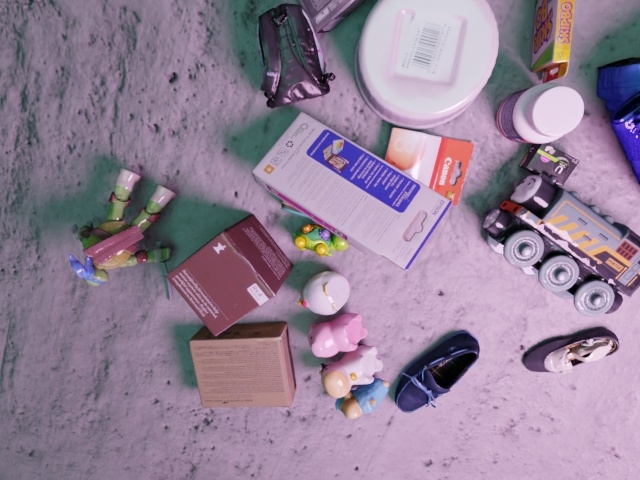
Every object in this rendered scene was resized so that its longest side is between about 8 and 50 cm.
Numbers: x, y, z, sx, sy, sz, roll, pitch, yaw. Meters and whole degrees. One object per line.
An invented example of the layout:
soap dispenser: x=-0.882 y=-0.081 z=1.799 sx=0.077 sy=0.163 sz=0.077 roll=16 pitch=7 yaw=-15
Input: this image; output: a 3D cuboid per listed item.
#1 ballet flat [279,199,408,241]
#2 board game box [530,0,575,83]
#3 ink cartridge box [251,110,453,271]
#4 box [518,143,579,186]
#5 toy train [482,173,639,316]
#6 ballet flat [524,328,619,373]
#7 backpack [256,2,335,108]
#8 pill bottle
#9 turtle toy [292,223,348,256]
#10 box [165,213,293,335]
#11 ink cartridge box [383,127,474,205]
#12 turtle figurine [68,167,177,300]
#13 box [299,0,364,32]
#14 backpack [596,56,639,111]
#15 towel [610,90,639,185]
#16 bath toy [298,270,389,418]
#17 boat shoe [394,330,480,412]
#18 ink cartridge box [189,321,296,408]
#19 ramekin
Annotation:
ballet flat: x=0.067 y=-0.067 z=0.921 sx=0.317 sy=0.107 sz=0.106 roll=21 pitch=92 yaw=2
board game box: x=0.426 y=-0.428 z=0.765 sx=0.039 sy=0.124 sz=0.259 roll=-2 pitch=103 yaw=10
ink cartridge box: x=0.059 y=-0.101 z=0.857 sx=0.371 sy=0.069 sz=0.175 roll=33 pitch=76 yaw=13
box: x=0.468 y=-0.158 z=0.864 sx=0.083 sy=0.052 sz=0.062 roll=27 pitch=105 yaw=-1
toy train: x=0.502 y=0.010 z=0.857 sx=0.334 sy=0.142 sz=0.190 roll=34 pitch=102 yaw=-4
ballet flat: x=0.566 y=0.256 z=0.944 sx=0.203 sy=0.074 sz=0.074 roll=-24 pitch=99 yaw=13
backpack: x=-0.067 y=-0.374 z=0.849 sx=0.152 sy=0.115 sz=0.181 roll=-18 pitch=113 yaw=-7
pill bottle: x=0.408 y=-0.236 z=0.786 sx=0.108 sy=0.180 sz=0.107 roll=2 pitch=104 yaw=8
turtle toy: x=0.000 y=0.000 z=0.956 sx=0.131 sy=0.095 sz=0.066 roll=18 pitch=84 yaw=3
box: x=-0.189 y=0.067 z=0.934 sx=0.167 sy=0.203 sz=0.168 roll=-35 pitch=96 yaw=15
ink cartridge box: x=0.224 y=-0.154 z=0.902 sx=0.180 sy=0.045 sz=0.145 roll=13 pitch=108 yaw=8
turtle figurine: x=-0.457 y=-0.020 z=1.004 sx=0.198 sy=0.275 sz=0.266 roll=24 pitch=86 yaw=25
box: x=0.038 y=-0.533 z=0.774 sx=0.231 sy=0.056 sz=0.182 roll=-21 pitch=101 yaw=44
backpack: x=0.592 y=-0.290 z=0.778 sx=0.098 sy=0.120 sz=0.100 roll=-9 pitch=102 yaw=9
towel: x=0.676 y=-0.188 z=0.748 sx=0.228 sy=0.076 sz=0.308 roll=-42 pitch=124 yaw=16
bath toy: x=0.035 y=0.240 z=0.991 sx=0.129 sy=0.152 sz=0.347 roll=-9 pitch=105 yaw=46
boat shoe: x=0.265 y=0.317 z=0.991 sx=0.109 sy=0.089 sz=0.258 roll=34 pitch=106 yaw=-1
ink cartridge box: x=-0.189 y=0.313 z=1.055 sx=0.235 sy=0.088 sz=0.193 roll=-4 pitch=105 yaw=8
ramekin: x=0.199 y=-0.357 z=0.810 sx=0.278 sy=0.135 sz=0.276 roll=2 pitch=104 yaw=7
